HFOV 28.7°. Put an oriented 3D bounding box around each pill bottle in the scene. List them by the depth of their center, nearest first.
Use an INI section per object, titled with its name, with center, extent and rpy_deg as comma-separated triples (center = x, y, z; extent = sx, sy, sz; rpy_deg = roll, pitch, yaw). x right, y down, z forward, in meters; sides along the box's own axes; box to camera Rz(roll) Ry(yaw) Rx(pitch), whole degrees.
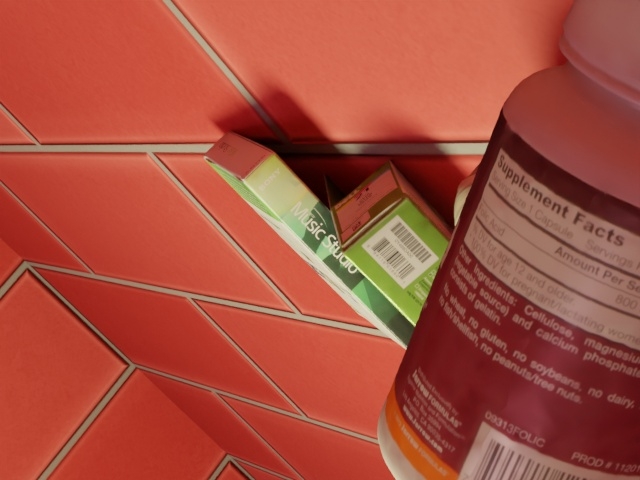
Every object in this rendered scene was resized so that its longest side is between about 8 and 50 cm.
[pill bottle]
center = 0.202, 0.016, 0.877
extent = 0.224, 0.224, 0.392
rpy_deg = 30, 116, 21

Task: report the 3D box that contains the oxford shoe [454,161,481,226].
[oxford shoe]
center = 0.331, 0.016, 1.078
extent = 0.449, 0.130, 0.169
rpy_deg = 24, 148, -6

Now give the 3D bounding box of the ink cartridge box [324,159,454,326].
[ink cartridge box]
center = 0.104, -0.004, 1.462
extent = 0.189, 0.097, 0.255
rpy_deg = 45, -168, -20

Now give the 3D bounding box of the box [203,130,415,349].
[box]
center = 0.000, 0.000, 1.584
extent = 0.322, 0.058, 0.232
rpy_deg = 44, 176, -21
